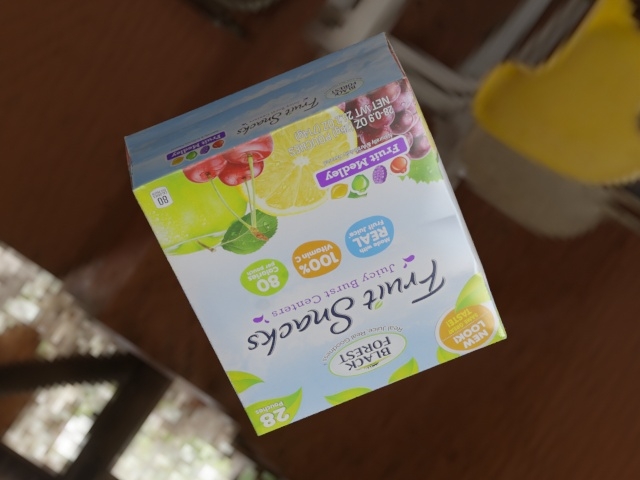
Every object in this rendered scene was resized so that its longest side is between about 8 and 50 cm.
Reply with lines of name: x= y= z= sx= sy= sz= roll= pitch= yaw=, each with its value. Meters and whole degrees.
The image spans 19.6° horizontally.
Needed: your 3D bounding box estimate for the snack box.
snack box: x=0.000 y=0.000 z=1.143 sx=0.070 sy=0.174 sz=0.207 roll=-107 pitch=-6 yaw=-55
